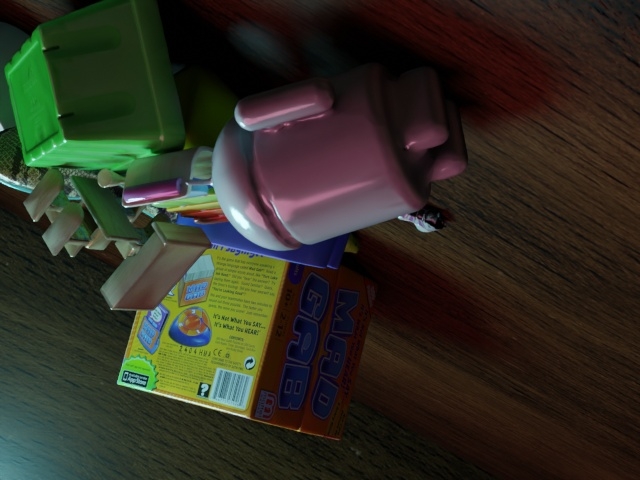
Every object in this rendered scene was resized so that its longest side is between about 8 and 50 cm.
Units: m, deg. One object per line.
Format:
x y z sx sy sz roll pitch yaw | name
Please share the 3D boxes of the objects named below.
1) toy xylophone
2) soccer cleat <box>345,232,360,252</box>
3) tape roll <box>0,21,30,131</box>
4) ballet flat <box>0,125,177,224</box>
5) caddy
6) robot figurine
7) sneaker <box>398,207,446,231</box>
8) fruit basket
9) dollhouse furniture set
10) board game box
-0.182 -0.072 1.588 0.236 0.081 0.323 -9 170 36 | toy xylophone
0.000 0.000 2.126 0.179 0.060 0.072 8 157 42 | soccer cleat
-0.607 -0.259 1.945 0.246 0.169 0.246 23 140 21 | tape roll
-0.355 -0.144 1.895 0.483 0.164 0.182 17 131 -43 | ballet flat
-0.090 -0.065 1.838 0.341 0.179 0.241 13 -179 11 | caddy
0.008 -0.105 1.373 0.353 0.199 0.300 -17 142 18 | robot figurine
0.171 -0.045 1.752 0.098 0.038 0.069 26 166 -33 | sneaker
-0.267 -0.224 1.631 0.392 0.283 0.392 -12 -178 1 | fruit basket
-0.316 -0.029 1.716 0.212 0.161 0.242 7 -139 -56 | dollhouse furniture set
-0.146 0.195 2.246 0.357 0.356 0.356 8 169 34 | board game box
